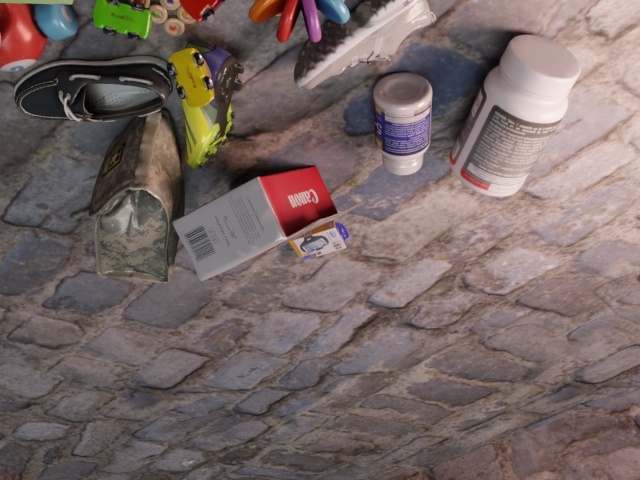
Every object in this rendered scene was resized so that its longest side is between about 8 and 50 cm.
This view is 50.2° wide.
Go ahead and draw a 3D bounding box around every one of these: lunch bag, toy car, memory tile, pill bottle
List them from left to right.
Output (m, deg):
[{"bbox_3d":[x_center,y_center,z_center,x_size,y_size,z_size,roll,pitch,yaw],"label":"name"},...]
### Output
[{"bbox_3d":[-0.542,-0.320,1.074,0.219,0.237,0.210,-16,137,14],"label":"toy car"},{"bbox_3d":[-0.355,-0.092,1.352,0.169,0.235,0.287,7,138,-8],"label":"lunch bag"},{"bbox_3d":[-0.265,-0.361,1.147,0.225,0.053,0.238,14,109,1],"label":"toy car"},{"bbox_3d":[-0.243,-0.419,1.158,0.148,0.012,0.113,-33,131,29],"label":"memory tile"},{"bbox_3d":[-0.030,-0.384,1.088,0.182,0.136,0.159,-4,-179,-1],"label":"toy car"},{"bbox_3d":[0.161,-0.223,1.341,0.112,0.112,0.186,-6,138,2],"label":"pill bottle"},{"bbox_3d":[0.369,-0.234,1.310,0.162,0.161,0.283,6,138,-11],"label":"pill bottle"}]

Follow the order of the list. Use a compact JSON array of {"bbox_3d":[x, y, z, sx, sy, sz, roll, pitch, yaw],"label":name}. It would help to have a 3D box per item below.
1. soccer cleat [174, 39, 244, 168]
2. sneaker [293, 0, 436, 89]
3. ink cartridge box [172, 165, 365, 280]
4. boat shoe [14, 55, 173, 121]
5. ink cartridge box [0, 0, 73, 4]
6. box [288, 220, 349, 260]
[{"bbox_3d":[-0.229,-0.257,1.309,0.121,0.093,0.289,32,140,5],"label":"soccer cleat"},{"bbox_3d":[0.076,-0.342,1.204,0.281,0.105,0.115,-29,133,25],"label":"sneaker"},{"bbox_3d":[-0.088,-0.057,1.365,0.272,0.309,0.130,-25,91,21],"label":"ink cartridge box"},{"bbox_3d":[-0.423,-0.268,1.254,0.303,0.091,0.114,-11,138,8],"label":"boat shoe"},{"bbox_3d":[-0.394,-0.518,0.884,0.119,0.207,0.353,1,139,-4],"label":"ink cartridge box"},{"bbox_3d":[0.000,0.000,1.646,0.136,0.028,0.081,-16,137,15],"label":"box"}]
